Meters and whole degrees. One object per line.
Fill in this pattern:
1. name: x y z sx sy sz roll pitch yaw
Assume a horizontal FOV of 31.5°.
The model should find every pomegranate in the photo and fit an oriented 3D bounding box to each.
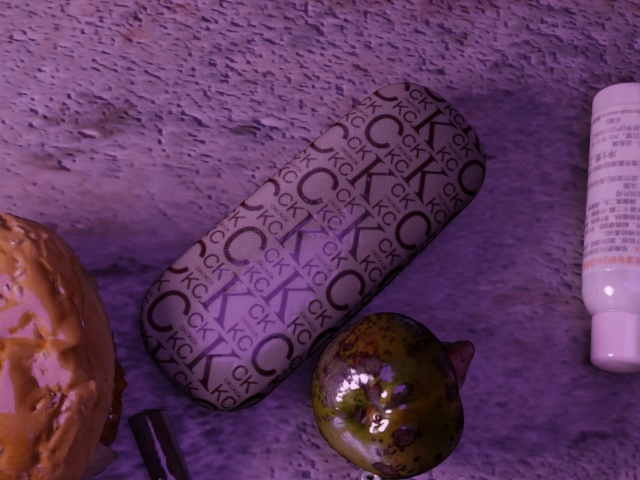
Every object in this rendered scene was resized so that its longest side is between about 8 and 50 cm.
1. pomegranate: 0.074 0.122 0.944 0.163 0.125 0.138 -23 91 -19

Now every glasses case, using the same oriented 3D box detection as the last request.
1. glasses case: 0.000 0.000 0.982 0.354 0.085 0.137 -43 87 -19

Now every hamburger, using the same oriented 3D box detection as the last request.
1. hamburger: -0.295 0.105 0.859 0.283 0.144 0.260 -17 77 -22

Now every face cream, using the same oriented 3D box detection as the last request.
1. face cream: 0.285 -0.010 1.054 0.081 0.082 0.269 11 74 -10

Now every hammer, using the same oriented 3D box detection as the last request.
1. hammer: -0.088 0.270 0.906 0.125 0.027 0.297 -24 76 5

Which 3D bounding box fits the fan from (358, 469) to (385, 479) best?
1. fan: 0.079 0.298 0.946 0.152 0.008 0.227 -18 74 -4
